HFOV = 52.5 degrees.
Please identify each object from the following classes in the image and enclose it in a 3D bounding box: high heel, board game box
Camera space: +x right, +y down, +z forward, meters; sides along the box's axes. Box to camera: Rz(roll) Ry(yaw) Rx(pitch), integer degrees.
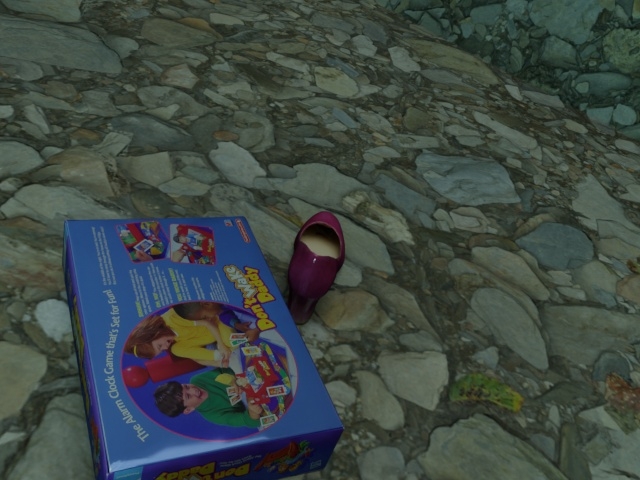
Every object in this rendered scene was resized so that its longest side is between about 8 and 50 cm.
[{"bbox_3d":[0.000,0.000,0.914,0.082,0.117,0.244,22,36,4],"label":"high heel"},{"bbox_3d":[-0.151,0.110,0.737,0.233,0.078,0.347,-2,41,-27],"label":"board game box"}]
